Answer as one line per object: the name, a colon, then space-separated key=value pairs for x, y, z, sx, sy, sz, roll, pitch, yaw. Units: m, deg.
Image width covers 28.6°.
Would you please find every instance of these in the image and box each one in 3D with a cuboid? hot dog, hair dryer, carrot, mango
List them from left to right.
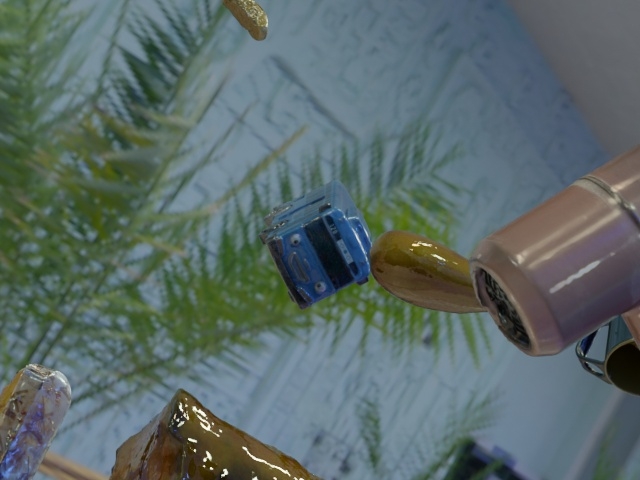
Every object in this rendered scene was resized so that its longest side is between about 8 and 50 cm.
hot dog: x=-0.473 y=0.305 z=1.984 sx=0.069 sy=0.252 sz=0.131 roll=-3 pitch=-43 yaw=28
carrot: x=-0.082 y=0.323 z=1.265 sx=0.341 sy=0.241 sz=0.241 roll=39 pitch=-10 yaw=-19
hot dog: x=-0.101 y=-0.324 z=1.785 sx=0.090 sy=0.034 sz=0.030 roll=49 pitch=-33 yaw=12
mango: x=0.178 y=0.054 z=1.877 sx=0.228 sy=0.099 sz=0.136 roll=16 pitch=-21 yaw=12
hair dryer: x=0.271 y=0.107 z=0.961 sx=0.344 sy=0.189 sz=0.107 roll=60 pitch=-9 yaw=-8

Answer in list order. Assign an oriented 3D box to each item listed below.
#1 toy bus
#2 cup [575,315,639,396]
toy bus: x=0.000 y=0.000 z=1.700 sx=0.234 sy=0.134 sz=0.116 roll=-86 pitch=151 yaw=-78
cup: x=0.467 y=0.136 z=1.860 sx=0.177 sy=0.155 sz=0.131 roll=-11 pitch=-51 yaw=25
